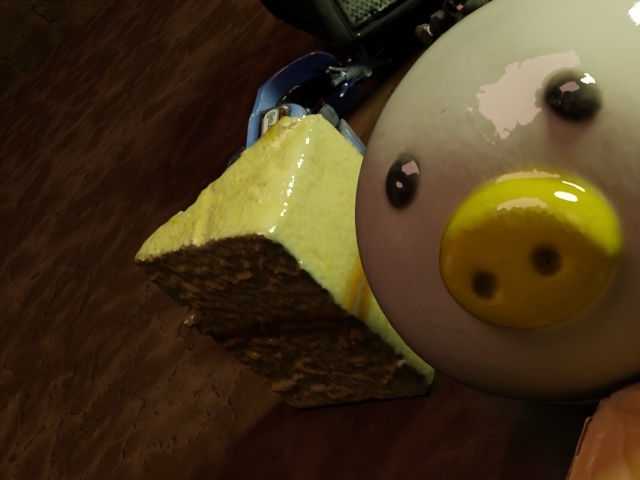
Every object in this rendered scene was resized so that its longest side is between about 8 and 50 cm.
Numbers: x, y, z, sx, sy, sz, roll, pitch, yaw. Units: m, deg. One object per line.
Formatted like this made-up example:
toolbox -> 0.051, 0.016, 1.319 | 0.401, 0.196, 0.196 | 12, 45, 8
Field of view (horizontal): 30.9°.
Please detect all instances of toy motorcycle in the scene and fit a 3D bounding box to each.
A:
toy motorcycle -> -0.011, -0.159, 1.598 | 0.213, 0.125, 0.358 | -25, 35, 22

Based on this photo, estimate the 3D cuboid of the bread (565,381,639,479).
bread -> 0.222, 0.209, 0.749 | 0.136, 0.107, 0.241 | -18, 38, 49

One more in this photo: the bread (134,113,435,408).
bread -> -0.024, 0.029, 1.194 | 0.236, 0.263, 0.198 | -22, 33, 42

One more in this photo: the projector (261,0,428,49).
projector -> 0.083, -0.487, 1.699 | 0.405, 0.242, 0.395 | -36, 27, -5

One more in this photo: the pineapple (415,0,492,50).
pineapple -> 0.221, -0.293, 1.357 | 0.223, 0.223, 0.357 | 14, 76, 61

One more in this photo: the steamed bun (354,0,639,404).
steamed bun -> 0.200, -0.042, 0.892 | 0.374, 0.334, 0.334 | -26, 33, 33
